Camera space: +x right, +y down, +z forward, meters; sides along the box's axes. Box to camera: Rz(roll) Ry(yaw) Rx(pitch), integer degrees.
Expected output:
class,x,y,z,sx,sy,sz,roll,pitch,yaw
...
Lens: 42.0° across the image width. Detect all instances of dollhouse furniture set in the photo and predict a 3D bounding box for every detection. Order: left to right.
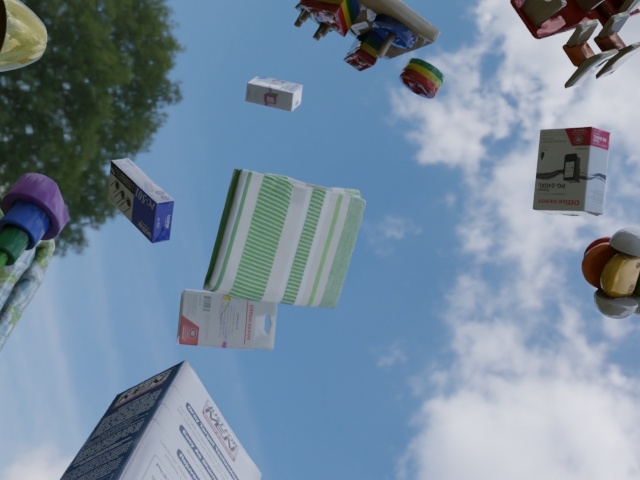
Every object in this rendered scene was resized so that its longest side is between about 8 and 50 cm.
class,x,y,z,sx,sy,sz,roll,pitch,yaw
dollhouse furniture set,0.421,-0.388,1.367,0.262,0.259,0.135,62,-30,13

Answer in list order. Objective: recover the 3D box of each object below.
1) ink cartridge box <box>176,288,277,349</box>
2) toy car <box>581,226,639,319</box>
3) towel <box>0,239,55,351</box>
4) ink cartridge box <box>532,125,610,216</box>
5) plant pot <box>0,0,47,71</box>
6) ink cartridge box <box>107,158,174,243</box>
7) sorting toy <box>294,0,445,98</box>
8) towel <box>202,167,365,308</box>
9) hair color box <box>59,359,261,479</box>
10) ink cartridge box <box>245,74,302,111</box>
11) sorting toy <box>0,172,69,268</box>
class,x,y,z,sx,sy,sz,roll,pitch,yaw
ink cartridge box,-0.196,0.170,1.749,0.067,0.198,0.115,147,-51,-72
toy car,0.540,0.046,1.475,0.136,0.182,0.159,37,-58,54
towel,-0.613,0.131,1.291,0.320,0.374,0.090,7,-31,28
ink cartridge box,0.445,-0.121,1.481,0.109,0.063,0.151,4,-92,49
plant pot,-0.497,-0.328,1.330,0.134,0.095,0.134,-2,-93,37
ink cartridge box,-0.384,-0.087,1.772,0.207,0.046,0.097,39,-52,39
sorting toy,0.026,-0.224,0.837,0.046,0.274,0.132,-59,-163,-5
towel,-0.060,0.001,1.581,0.038,0.324,0.248,23,-80,46
hair color box,-0.165,0.273,0.817,0.105,0.347,0.174,-28,-79,11
ink cartridge box,-0.114,-0.366,2.070,0.122,0.088,0.052,15,-63,9
sorting toy,-0.442,0.004,0.888,0.365,0.126,0.127,-3,-49,23
